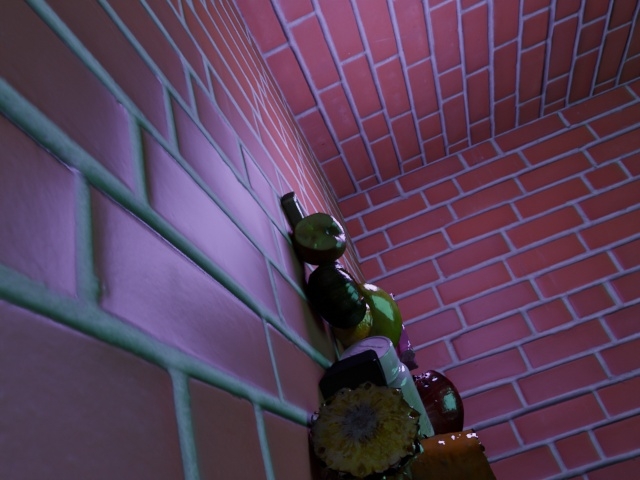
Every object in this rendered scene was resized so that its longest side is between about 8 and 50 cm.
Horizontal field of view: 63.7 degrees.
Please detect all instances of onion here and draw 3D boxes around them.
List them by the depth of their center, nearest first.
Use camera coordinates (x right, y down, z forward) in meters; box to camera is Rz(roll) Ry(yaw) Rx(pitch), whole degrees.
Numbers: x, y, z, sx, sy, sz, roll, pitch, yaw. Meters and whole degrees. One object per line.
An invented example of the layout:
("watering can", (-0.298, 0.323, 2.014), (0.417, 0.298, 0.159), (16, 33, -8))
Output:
("onion", (0.386, 0.667, 1.959), (0.341, 0.341, 0.342), (-22, 90, -83))

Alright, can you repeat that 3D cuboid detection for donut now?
("donut", (0.101, 0.281, 1.817), (0.065, 0.162, 0.178), (29, 24, -38))

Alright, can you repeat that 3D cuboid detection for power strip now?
("power strip", (-0.062, -0.041, 1.922), (0.093, 0.053, 0.288), (-97, 164, -68))

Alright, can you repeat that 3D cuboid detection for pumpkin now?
("pumpkin", (0.051, 0.181, 1.694), (0.238, 0.159, 0.238), (51, 4, -5))

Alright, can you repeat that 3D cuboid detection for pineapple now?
("pineapple", (0.116, 0.501, 1.135), (0.263, 0.262, 0.272), (-99, 178, -60))

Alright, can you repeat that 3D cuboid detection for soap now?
("soap", (0.275, 0.431, 2.307), (0.360, 0.232, 0.128), (-103, 171, -47))

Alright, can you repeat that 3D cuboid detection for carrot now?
("carrot", (0.324, 0.681, 1.494), (0.224, 0.340, 0.224), (-22, 90, -82))

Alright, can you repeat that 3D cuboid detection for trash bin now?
("trash bin", (0.100, 0.389, 1.440), (0.225, 0.165, 0.115), (23, 45, -83))

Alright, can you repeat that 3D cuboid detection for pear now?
("pear", (0.185, 0.309, 2.000), (0.307, 0.252, 0.253), (53, 13, -21))

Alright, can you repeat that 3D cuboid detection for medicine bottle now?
("medicine bottle", (0.215, 0.521, 1.682), (0.213, 0.213, 0.379), (-82, 149, -75))

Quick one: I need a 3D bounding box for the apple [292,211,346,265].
("apple", (0.000, 0.000, 1.791), (0.160, 0.173, 0.195), (53, 20, -55))
